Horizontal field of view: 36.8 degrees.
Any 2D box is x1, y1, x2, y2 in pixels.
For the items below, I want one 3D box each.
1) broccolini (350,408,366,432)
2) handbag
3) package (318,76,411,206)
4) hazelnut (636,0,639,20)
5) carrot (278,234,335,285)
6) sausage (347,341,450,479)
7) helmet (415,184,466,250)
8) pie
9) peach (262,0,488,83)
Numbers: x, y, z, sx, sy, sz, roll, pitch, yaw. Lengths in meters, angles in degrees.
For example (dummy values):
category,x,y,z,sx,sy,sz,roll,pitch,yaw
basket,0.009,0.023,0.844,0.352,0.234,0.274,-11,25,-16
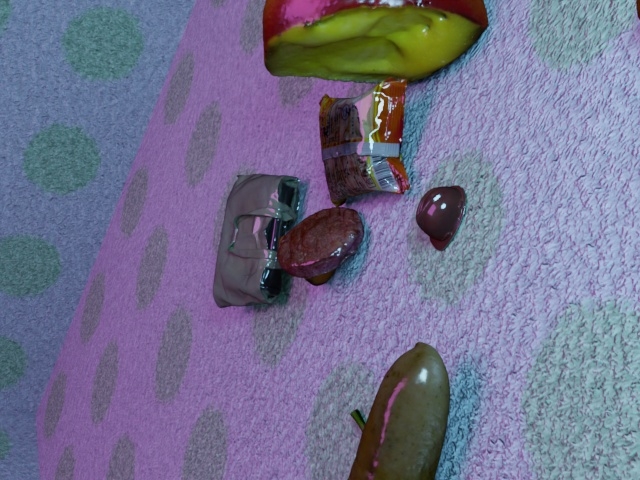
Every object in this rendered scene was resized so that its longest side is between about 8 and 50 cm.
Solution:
category,x,y,z,sx,sy,sz,roll,pitch,yaw
broccolini,0.091,0.344,1.587,0.218,0.042,0.044,-129,57,-66
handbag,-0.143,-0.004,2.152,0.253,0.109,0.315,-7,69,57
package,0.070,-0.183,1.790,0.288,0.108,0.223,-6,88,58
hazelnut,0.435,-0.298,1.198,0.086,0.086,0.086,-40,42,50
carrot,-0.039,0.027,1.951,0.205,0.072,0.072,37,110,58
sausage,0.090,0.391,1.430,0.136,0.123,0.501,-120,45,-68
helmet,0.186,-0.044,1.568,0.089,0.057,0.111,38,111,60
pie,0.000,0.000,1.839,0.182,0.049,0.182,-23,31,14
peach,0.094,-0.417,1.684,0.306,0.380,0.242,100,175,-73
